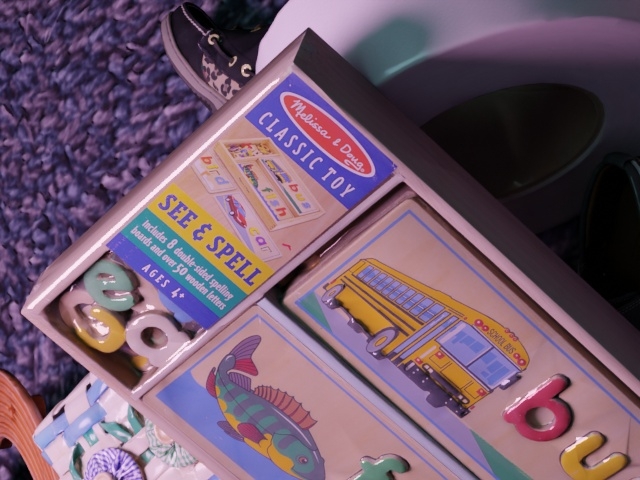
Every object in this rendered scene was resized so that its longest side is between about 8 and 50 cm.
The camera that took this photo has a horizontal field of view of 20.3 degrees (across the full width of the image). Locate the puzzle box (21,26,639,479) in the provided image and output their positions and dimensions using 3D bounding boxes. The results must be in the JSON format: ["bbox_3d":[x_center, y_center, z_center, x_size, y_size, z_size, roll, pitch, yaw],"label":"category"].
[{"bbox_3d":[0.047,0.090,1.138,0.272,0.409,0.052,-41,16,30],"label":"puzzle box"}]

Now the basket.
[{"bbox_3d":[-0.057,0.185,1.343,0.289,0.201,0.255,45,114,2],"label":"basket"}]

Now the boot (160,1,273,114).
[{"bbox_3d":[-0.027,-0.172,1.476,0.178,0.085,0.236,-49,44,13],"label":"boot"}]

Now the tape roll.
[{"bbox_3d":[0.102,-0.099,1.185,0.286,0.286,0.100,-35,58,32],"label":"tape roll"}]

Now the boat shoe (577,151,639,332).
[{"bbox_3d":[0.195,0.056,1.201,0.084,0.079,0.233,11,90,43],"label":"boat shoe"}]

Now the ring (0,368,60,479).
[{"bbox_3d":[-0.233,0.269,1.500,0.336,0.032,0.336,170,90,-67],"label":"ring"}]
